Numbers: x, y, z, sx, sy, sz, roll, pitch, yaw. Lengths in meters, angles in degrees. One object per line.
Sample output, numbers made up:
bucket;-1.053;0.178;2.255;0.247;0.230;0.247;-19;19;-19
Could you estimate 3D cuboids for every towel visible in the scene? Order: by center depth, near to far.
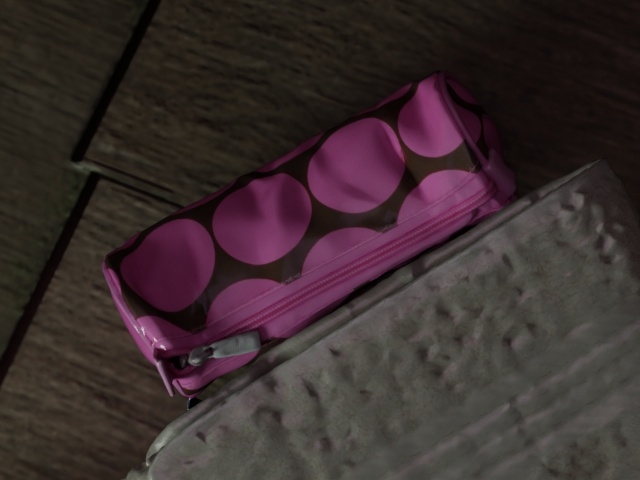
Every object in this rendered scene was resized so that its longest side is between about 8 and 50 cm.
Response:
towel;0.061;0.111;0.898;0.282;0.049;0.187;-32;96;-1

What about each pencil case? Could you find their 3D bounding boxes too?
pencil case;0.000;0.000;0.943;0.209;0.098;0.095;-32;109;2
